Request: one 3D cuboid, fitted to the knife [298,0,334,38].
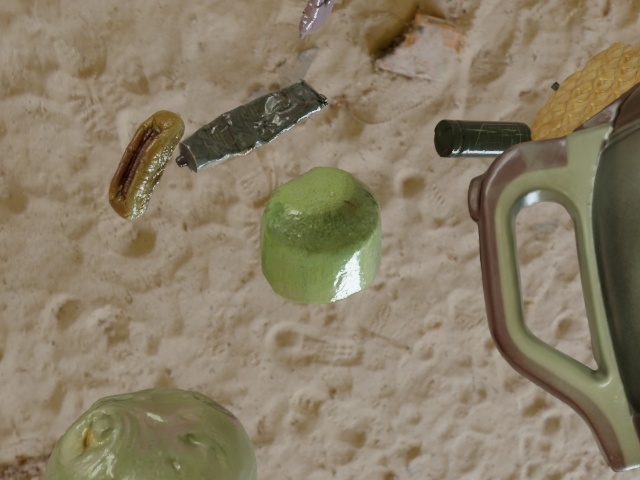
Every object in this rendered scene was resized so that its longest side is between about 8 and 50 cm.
[{"bbox_3d":[0.039,-0.529,1.354,0.132,0.038,0.399,-42,167,-37],"label":"knife"}]

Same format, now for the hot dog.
[{"bbox_3d":[-0.363,-0.157,1.534,0.242,0.084,0.073,-61,159,7],"label":"hot dog"}]

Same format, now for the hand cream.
[{"bbox_3d":[-0.108,-0.175,1.130,0.248,0.075,0.052,-31,163,-14],"label":"hand cream"}]

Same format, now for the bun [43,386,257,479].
[{"bbox_3d":[-0.218,0.283,0.914,0.283,0.283,0.179,-21,134,-13],"label":"bun"}]

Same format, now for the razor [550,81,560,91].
[{"bbox_3d":[0.542,-0.293,1.598,0.033,0.190,0.066,31,113,-33],"label":"razor"}]

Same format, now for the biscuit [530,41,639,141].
[{"bbox_3d":[0.376,-0.184,1.006,0.204,0.309,0.040,-37,108,14],"label":"biscuit"}]

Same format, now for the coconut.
[{"bbox_3d":[0.000,0.000,1.721,0.281,0.328,0.328,17,111,16],"label":"coconut"}]

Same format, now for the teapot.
[{"bbox_3d":[0.286,0.020,0.597,0.315,0.233,0.312,-16,77,8],"label":"teapot"}]

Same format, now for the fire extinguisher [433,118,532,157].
[{"bbox_3d":[0.440,-0.251,1.909,0.311,0.095,0.114,-4,129,-23],"label":"fire extinguisher"}]
